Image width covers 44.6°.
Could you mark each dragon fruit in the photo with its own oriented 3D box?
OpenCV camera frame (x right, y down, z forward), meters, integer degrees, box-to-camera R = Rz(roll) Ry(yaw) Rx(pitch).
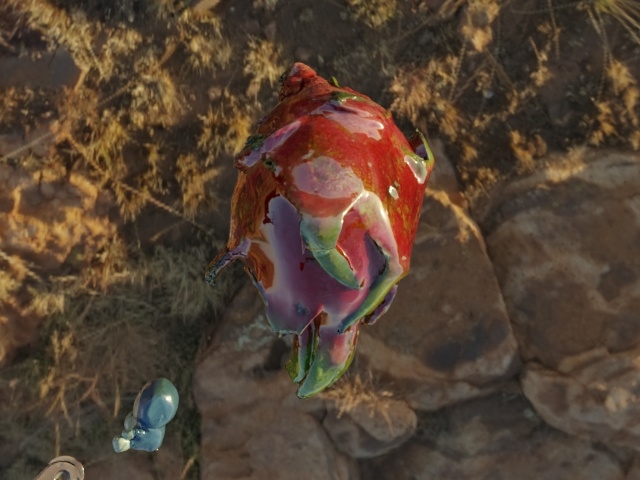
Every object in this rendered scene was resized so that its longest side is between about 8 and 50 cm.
[{"bbox_3d":[-0.006,-0.009,0.696,0.198,0.200,0.269,-1,132,-17],"label":"dragon fruit"}]

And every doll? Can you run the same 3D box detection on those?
[{"bbox_3d":[-0.187,0.189,0.857,0.050,0.076,0.083,24,98,-8],"label":"doll"}]

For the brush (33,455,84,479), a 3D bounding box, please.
[{"bbox_3d":[-0.406,0.377,0.920,0.313,0.067,0.072,-40,97,-15],"label":"brush"}]
